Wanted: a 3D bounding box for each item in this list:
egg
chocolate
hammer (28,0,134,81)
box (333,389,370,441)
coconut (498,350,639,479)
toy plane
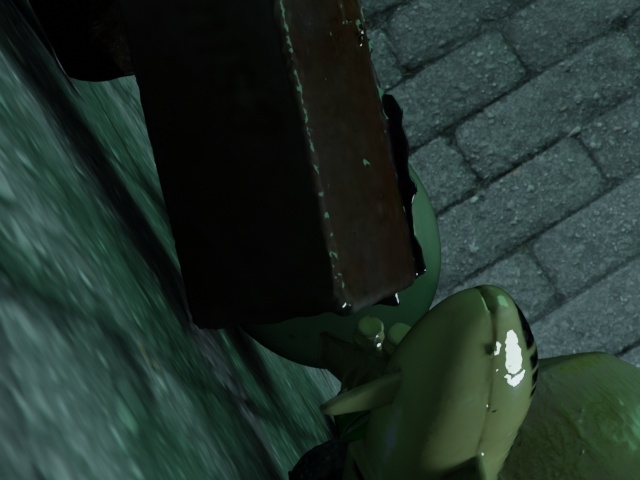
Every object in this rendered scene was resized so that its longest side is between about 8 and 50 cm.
[{"bbox_3d":[0.000,0.000,0.756,0.149,0.149,0.192,59,1,-43],"label":"egg"},{"bbox_3d":[-0.036,-0.105,0.567,0.112,0.111,0.321,-38,117,-69],"label":"chocolate"},{"bbox_3d":[-0.222,-0.282,0.710,0.409,0.095,0.242,51,-6,41],"label":"hammer"},{"bbox_3d":[0.109,0.233,1.061,0.250,0.103,0.180,58,0,-4],"label":"box"},{"bbox_3d":[0.144,0.177,0.708,0.230,0.227,0.227,52,-5,37],"label":"coconut"},{"bbox_3d":[0.042,0.105,0.505,0.244,0.092,0.229,88,-20,-50],"label":"toy plane"}]
